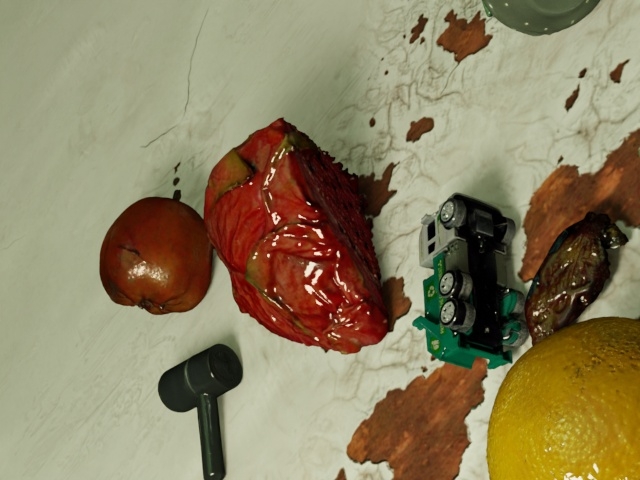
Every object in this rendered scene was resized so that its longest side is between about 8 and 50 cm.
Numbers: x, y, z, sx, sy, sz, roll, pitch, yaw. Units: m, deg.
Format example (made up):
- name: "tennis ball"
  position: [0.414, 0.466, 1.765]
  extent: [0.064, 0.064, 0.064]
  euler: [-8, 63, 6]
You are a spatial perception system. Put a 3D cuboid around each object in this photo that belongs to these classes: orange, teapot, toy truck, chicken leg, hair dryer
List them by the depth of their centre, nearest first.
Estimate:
- name: "orange"
  position: [0.293, 0.205, 1.342]
  extent: [0.274, 0.274, 0.274]
  euler: [-27, 51, 38]
- name: "chicken leg"
  position: [0.286, 0.087, 1.590]
  extent: [0.106, 0.051, 0.253]
  euler: [3, 74, 44]
- name: "toy truck"
  position: [0.172, 0.058, 1.692]
  extent: [0.116, 0.110, 0.216]
  euler: [-37, 44, 46]
- name: "teapot"
  position: [0.262, -0.381, 1.793]
  extent: [0.183, 0.183, 0.251]
  euler: [-53, 28, 13]
- name: "hair dryer"
  position: [-0.169, 0.271, 2.009]
  extent: [0.124, 0.071, 0.219]
  euler: [-32, 56, 36]

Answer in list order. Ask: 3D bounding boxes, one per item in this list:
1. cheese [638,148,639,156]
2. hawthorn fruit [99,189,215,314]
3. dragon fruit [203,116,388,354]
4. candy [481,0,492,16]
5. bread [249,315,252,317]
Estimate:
- name: "cheese"
  position: [0.469, -0.105, 1.454]
  extent: [0.320, 0.083, 0.204]
  euler: [15, 79, 53]
- name: "hawthorn fruit"
  position: [-0.248, 0.013, 2.149]
  extent: [0.185, 0.185, 0.202]
  euler: [-7, 59, 47]
- name: "dragon fruit"
  position: [0.000, 0.000, 1.884]
  extent: [0.240, 0.302, 0.330]
  euler: [-28, 59, -18]
- name: "candy"
  position: [0.206, -0.443, 1.972]
  extent: [0.091, 0.083, 0.305]
  euler: [115, 147, -52]
- name: "bread"
  position: [-0.077, 0.082, 2.022]
  extent: [0.083, 0.036, 0.047]
  euler: [-27, 51, 34]
